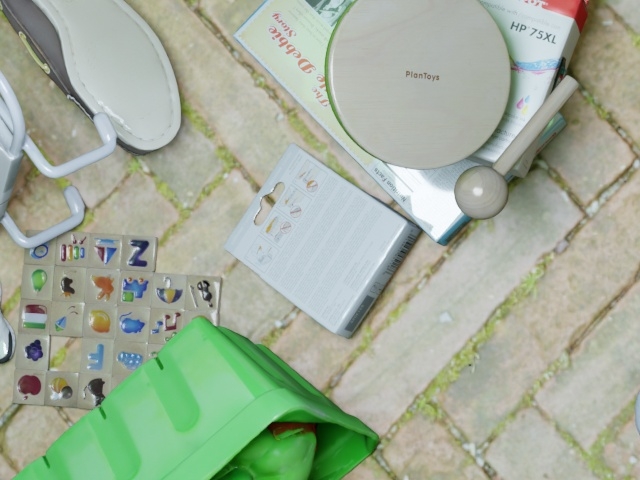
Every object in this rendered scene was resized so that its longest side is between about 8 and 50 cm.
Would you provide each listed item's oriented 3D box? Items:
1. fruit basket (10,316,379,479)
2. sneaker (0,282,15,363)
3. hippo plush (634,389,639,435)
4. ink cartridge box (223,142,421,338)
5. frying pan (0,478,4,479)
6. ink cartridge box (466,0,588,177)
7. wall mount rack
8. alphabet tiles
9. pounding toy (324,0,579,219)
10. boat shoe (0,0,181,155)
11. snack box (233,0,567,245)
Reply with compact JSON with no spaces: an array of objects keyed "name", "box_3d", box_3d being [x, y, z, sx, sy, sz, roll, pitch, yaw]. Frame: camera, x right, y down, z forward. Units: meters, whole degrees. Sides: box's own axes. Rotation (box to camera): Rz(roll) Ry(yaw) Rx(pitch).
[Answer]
[{"name":"fruit basket","box_3d":[-0.108,0.309,1.661,0.392,0.283,0.392,-7,72,23]},{"name":"sneaker","box_3d":[-0.376,0.087,1.871,0.040,0.044,0.109,-18,84,11]},{"name":"hippo plush","box_3d":[0.393,0.237,1.610,0.294,0.234,0.236,-12,52,-1]},{"name":"ink cartridge box","box_3d":[0.000,0.000,1.792,0.179,0.045,0.145,37,96,32]},{"name":"frying pan","box_3d":[-0.456,0.301,1.797,0.326,0.053,0.197,24,111,-18]},{"name":"ink cartridge box","box_3d":[0.181,-0.194,1.668,0.134,0.078,0.231,20,90,14]},{"name":"wall mount rack","box_3d":[-0.349,-0.163,1.782,0.130,0.350,0.304,-30,81,-26]},{"name":"alphabet tiles","box_3d":[-0.227,0.092,1.850,0.237,0.009,0.198,3,87,14]},{"name":"pounding toy","box_3d":[0.101,-0.143,1.604,0.237,0.110,0.183,34,82,-15]},{"name":"boat shoe","box_3d":[-0.268,-0.222,1.837,0.117,0.096,0.324,-31,80,-30]},{"name":"snack box","box_3d":[0.082,-0.172,1.761,0.187,0.060,0.322,-45,77,6]}]
